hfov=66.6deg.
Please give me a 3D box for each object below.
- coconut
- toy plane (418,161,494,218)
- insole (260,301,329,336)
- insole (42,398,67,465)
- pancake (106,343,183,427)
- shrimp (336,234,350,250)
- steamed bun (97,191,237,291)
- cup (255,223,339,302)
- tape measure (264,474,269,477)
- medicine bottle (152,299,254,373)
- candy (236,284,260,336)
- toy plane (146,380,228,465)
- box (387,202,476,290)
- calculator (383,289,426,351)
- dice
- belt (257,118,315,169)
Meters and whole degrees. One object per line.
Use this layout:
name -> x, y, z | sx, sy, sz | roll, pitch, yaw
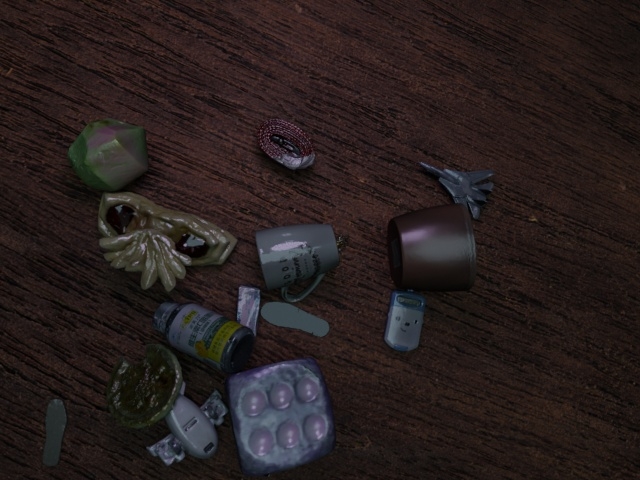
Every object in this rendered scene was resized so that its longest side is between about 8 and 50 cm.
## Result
coconut -> -0.616, -0.261, 1.446 | 0.236, 0.236, 0.204 | -41, 103, -10
toy plane -> 0.447, -0.195, 1.657 | 0.268, 0.088, 0.212 | 27, 80, 4
insole -> -0.080, 0.252, 1.568 | 0.232, 0.003, 0.080 | 19, 82, -6
insole -> -0.781, 0.563, 1.431 | 0.063, 0.010, 0.191 | 4, 84, -7
pancake -> -0.513, 0.420, 1.411 | 0.254, 0.037, 0.253 | -9, 58, 14
shrimp -> 0.000, 0.000, 1.593 | 0.178, 0.034, 0.124 | -34, 87, -1
steamed bun -> -0.489, 0.012, 1.452 | 0.428, 0.189, 0.247 | 22, 89, -6
cup -> -0.063, 0.071, 1.507 | 0.234, 0.186, 0.257 | -11, 117, -4
tape measure -> -0.179, 0.668, 1.483 | 0.094, 0.054, 0.091 | 38, 74, -5
medicine bottle -> -0.347, 0.270, 1.420 | 0.294, 0.141, 0.141 | 19, 80, 23
candy -> -0.226, 0.218, 1.507 | 0.073, 0.092, 0.160 | 5, 85, -9
toy plane -> -0.396, 0.534, 1.437 | 0.253, 0.118, 0.251 | 7, 70, -21
box -> 0.333, 0.030, 1.511 | 0.217, 0.301, 0.300 | -5, 85, -4
calculator -> 0.277, 0.258, 1.601 | 0.121, 0.039, 0.210 | 14, 81, -8
dice -> -0.118, 0.490, 1.380 | 0.271, 0.271, 0.269 | -10, 74, -14
belt -> -0.108, -0.309, 1.568 | 0.201, 0.124, 0.128 | 32, 98, -9
